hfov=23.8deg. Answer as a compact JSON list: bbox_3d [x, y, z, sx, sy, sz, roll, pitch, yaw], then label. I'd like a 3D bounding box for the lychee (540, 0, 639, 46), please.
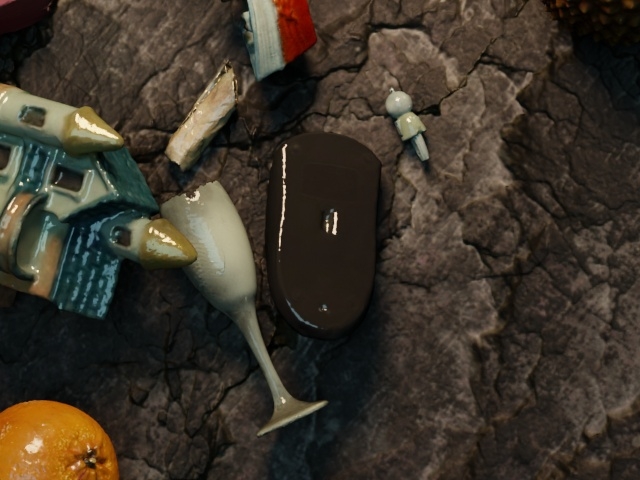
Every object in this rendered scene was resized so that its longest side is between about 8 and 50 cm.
[{"bbox_3d":[0.364,-0.357,1.767,0.267,0.267,0.267,0,87,4],"label":"lychee"}]

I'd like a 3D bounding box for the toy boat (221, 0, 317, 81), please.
[{"bbox_3d":[-0.114,-0.350,1.853,0.133,0.145,0.332,-21,81,-8],"label":"toy boat"}]

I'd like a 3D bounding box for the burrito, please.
[{"bbox_3d":[-0.141,-0.154,1.899,0.055,0.041,0.149,36,90,19],"label":"burrito"}]

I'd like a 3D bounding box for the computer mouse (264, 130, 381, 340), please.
[{"bbox_3d":[0.000,0.000,1.852,0.138,0.086,0.269,8,69,-12],"label":"computer mouse"}]

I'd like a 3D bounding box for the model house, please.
[{"bbox_3d":[-0.303,-0.029,1.796,0.325,0.194,0.267,16,88,19],"label":"model house"}]

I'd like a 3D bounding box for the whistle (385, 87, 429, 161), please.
[{"bbox_3d":[0.109,-0.144,1.883,0.035,0.035,0.100,-26,86,3],"label":"whistle"}]

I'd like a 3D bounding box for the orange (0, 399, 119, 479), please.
[{"bbox_3d":[-0.331,0.285,1.817,0.161,0.193,0.193,-29,83,46],"label":"orange"}]

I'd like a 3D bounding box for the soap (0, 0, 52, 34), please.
[{"bbox_3d":[-0.505,-0.404,1.857,0.233,0.128,0.359,-29,85,-33],"label":"soap"}]

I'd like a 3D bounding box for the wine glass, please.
[{"bbox_3d":[-0.174,0.117,1.854,0.264,0.096,0.309,-26,85,-1],"label":"wine glass"}]
